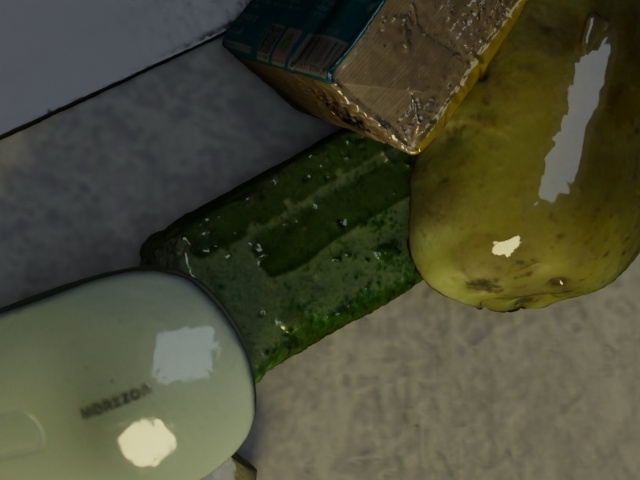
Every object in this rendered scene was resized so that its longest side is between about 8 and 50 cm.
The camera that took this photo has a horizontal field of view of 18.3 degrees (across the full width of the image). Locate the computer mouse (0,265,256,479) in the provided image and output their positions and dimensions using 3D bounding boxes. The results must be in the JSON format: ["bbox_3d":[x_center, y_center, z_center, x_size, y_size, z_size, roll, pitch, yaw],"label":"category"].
[{"bbox_3d":[-0.136,0.088,1.069,0.231,0.079,0.128,-23,95,28],"label":"computer mouse"}]

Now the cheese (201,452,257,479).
[{"bbox_3d":[-0.122,0.185,1.139,0.097,0.037,0.192,36,86,-6],"label":"cheese"}]

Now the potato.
[{"bbox_3d":[0.150,-0.091,1.122,0.160,0.111,0.272,14,81,-22],"label":"potato"}]

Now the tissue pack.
[{"bbox_3d":[0.030,-0.122,1.086,0.082,0.169,0.120,37,86,-25],"label":"tissue pack"}]

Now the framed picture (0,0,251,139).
[{"bbox_3d":[-0.154,-0.259,1.143,0.255,0.014,0.339,-27,95,-8],"label":"framed picture"}]

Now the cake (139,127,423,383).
[{"bbox_3d":[0.018,-0.008,1.129,0.235,0.099,0.100,-29,97,-8],"label":"cake"}]
